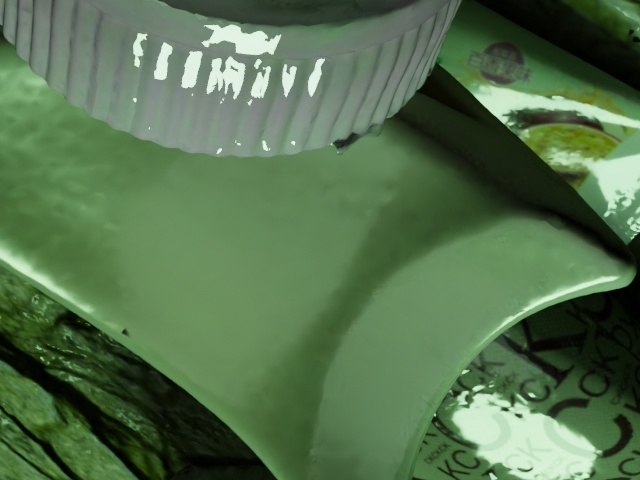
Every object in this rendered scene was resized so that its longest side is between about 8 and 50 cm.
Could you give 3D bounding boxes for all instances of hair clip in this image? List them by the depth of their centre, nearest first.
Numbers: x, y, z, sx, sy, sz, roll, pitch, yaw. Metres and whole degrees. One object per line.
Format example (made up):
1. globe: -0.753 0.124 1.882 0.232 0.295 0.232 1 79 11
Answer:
1. hair clip: -0.045 -0.020 0.644 0.282 0.113 0.172 29 117 -7

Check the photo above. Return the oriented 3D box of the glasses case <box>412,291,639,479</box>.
1. glasses case: 0.000 0.000 0.750 0.355 0.085 0.137 40 133 -6

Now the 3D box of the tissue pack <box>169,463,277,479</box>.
1. tissue pack: 0.023 0.307 1.003 0.239 0.238 0.305 -1 132 35

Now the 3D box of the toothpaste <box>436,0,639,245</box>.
1. toothpaste: 0.009 -0.097 0.677 0.314 0.056 0.058 31 -179 -6

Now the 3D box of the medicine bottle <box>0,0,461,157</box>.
1. medicine bottle: -0.008 -0.174 0.486 0.178 0.178 0.290 27 143 5
